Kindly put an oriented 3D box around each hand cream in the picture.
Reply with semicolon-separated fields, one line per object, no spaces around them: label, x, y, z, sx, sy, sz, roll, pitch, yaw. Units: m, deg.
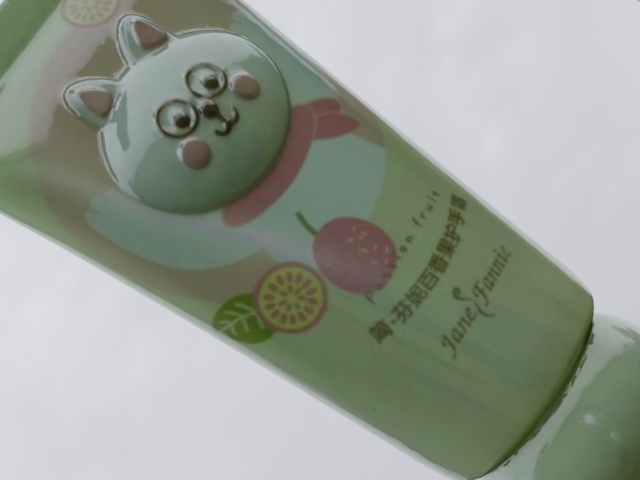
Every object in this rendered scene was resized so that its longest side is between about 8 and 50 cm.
hand cream;0.000;0.000;0.735;0.147;0.306;0.093;-58;6;-23

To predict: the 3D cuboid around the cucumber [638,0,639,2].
cucumber;0.138;-0.040;0.187;0.145;0.325;0.105;-25;-62;-9
